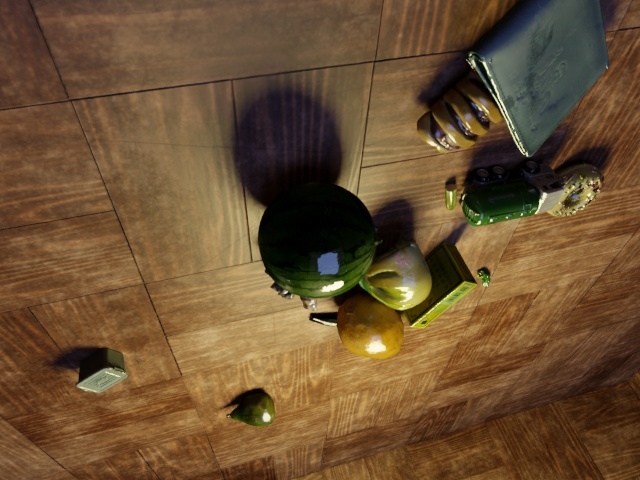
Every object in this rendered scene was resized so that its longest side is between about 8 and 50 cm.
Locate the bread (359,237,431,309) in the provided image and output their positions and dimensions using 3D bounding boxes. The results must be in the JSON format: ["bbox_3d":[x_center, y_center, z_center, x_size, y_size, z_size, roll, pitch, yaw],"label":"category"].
[{"bbox_3d":[0.196,0.099,1.299,0.158,0.156,0.260,-33,143,-9],"label":"bread"}]

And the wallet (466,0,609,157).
[{"bbox_3d":[0.396,-0.319,0.899,0.251,0.054,0.290,-47,136,1],"label":"wallet"}]

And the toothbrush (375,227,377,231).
[{"bbox_3d":[0.102,0.040,1.272,0.017,0.014,0.162,14,106,-47],"label":"toothbrush"}]

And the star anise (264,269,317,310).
[{"bbox_3d":[-0.028,0.087,1.255,0.229,0.093,0.236,-8,137,-17],"label":"star anise"}]

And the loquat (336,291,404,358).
[{"bbox_3d":[0.142,0.247,1.454,0.176,0.187,0.234,-39,133,6],"label":"loquat"}]

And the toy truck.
[{"bbox_3d":[0.445,-0.106,1.207,0.243,0.124,0.101,-12,141,-12],"label":"toy truck"}]

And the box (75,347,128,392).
[{"bbox_3d":[-0.572,0.339,1.344,0.122,0.069,0.084,-31,140,13],"label":"box"}]

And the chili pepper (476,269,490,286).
[{"bbox_3d":[0.509,0.114,1.594,0.030,0.034,0.091,0,155,31],"label":"chili pepper"}]

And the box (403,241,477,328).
[{"bbox_3d":[0.312,0.128,1.423,0.064,0.140,0.220,15,130,-38],"label":"box"}]

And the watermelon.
[{"bbox_3d":[-0.005,0.000,1.042,0.243,0.242,0.242,-13,142,-10],"label":"watermelon"}]

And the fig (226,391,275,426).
[{"bbox_3d":[-0.243,0.592,1.789,0.178,0.117,0.117,-16,146,22],"label":"fig"}]

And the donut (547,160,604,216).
[{"bbox_3d":[0.648,-0.125,1.323,0.175,0.068,0.174,-12,142,-9],"label":"donut"}]

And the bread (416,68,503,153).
[{"bbox_3d":[0.302,-0.256,0.987,0.225,0.081,0.134,-43,138,22],"label":"bread"}]

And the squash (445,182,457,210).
[{"bbox_3d":[0.314,-0.100,1.233,0.028,0.027,0.083,-20,142,0],"label":"squash"}]

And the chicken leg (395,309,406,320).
[{"bbox_3d":[0.236,0.241,1.594,0.198,0.069,0.084,-21,145,-11],"label":"chicken leg"}]

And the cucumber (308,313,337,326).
[{"bbox_3d":[0.028,0.239,1.521,0.135,0.034,0.033,5,141,-29],"label":"cucumber"}]
